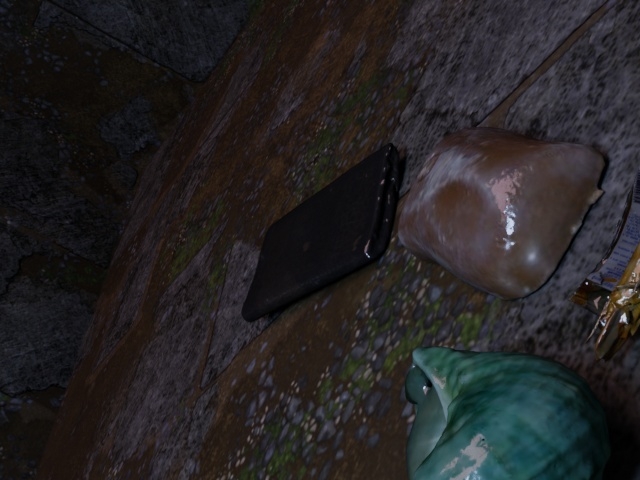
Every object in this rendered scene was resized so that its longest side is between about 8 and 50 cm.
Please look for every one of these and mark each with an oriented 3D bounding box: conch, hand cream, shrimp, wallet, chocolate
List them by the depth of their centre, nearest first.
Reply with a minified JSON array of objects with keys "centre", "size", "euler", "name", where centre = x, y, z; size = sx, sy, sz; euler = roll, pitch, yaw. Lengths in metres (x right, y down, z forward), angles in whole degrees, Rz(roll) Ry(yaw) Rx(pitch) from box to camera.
[{"centre":[0.117,0.163,0.597],"size":[0.196,0.134,0.202],"euler":[90,-171,-57],"name":"conch"},{"centre":[0.245,0.026,0.605],"size":[0.162,0.045,0.095],"euler":[-56,42,4],"name":"shrimp"},{"centre":[0.238,-0.019,0.674],"size":[0.163,0.039,0.062],"euler":[-66,21,6],"name":"hand cream"},{"centre":[0.145,-0.043,0.858],"size":[0.161,0.083,0.261],"euler":[-64,20,-1],"name":"chocolate"},{"centre":[0.000,0.000,1.224],"size":[0.321,0.044,0.170],"euler":[-30,38,51],"name":"wallet"}]
